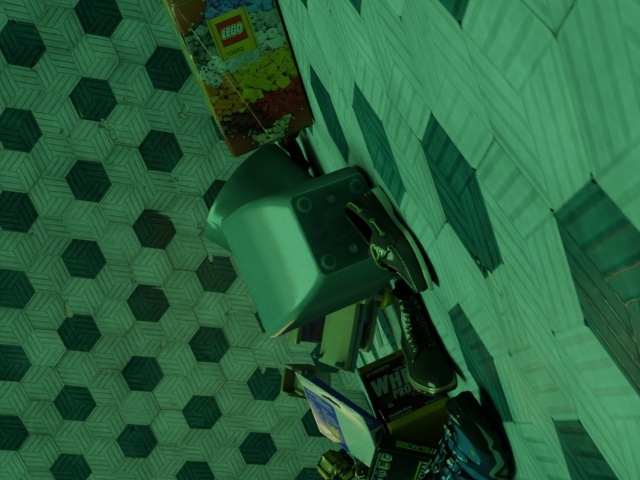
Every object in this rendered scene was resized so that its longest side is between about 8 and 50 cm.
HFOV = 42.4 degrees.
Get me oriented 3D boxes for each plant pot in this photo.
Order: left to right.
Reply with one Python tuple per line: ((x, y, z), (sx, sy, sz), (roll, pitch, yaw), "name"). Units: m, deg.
((-0.102, -0.053, 2.044), (0.235, 0.293, 0.293), (37, 168, 12), "plant pot")
((0.000, 0.000, 1.476), (0.247, 0.248, 0.252), (66, 157, 7), "plant pot")

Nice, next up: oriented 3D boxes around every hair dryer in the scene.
((-0.072, -0.265, 2.092), (0.223, 0.080, 0.293), (50, 179, 6), "hair dryer")

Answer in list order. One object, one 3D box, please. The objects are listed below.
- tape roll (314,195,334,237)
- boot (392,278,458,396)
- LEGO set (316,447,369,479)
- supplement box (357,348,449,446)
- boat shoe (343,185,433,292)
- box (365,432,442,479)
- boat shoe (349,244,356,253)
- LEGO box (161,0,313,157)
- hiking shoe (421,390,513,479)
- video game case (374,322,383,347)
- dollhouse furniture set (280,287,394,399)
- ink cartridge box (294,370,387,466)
((-0.022, -0.034, 1.770), (0.189, 0.189, 0.080), (180, 66, -85), "tape roll")
((0.164, 0.162, 1.387), (0.198, 0.077, 0.137), (-127, 19, -66), "boot")
((0.170, 0.550, 1.858), (0.192, 0.331, 0.254), (31, 130, 51), "LEGO set")
((0.187, 0.355, 1.663), (0.194, 0.129, 0.191), (-121, 9, -57), "supplement box")
((0.104, 0.007, 1.282), (0.227, 0.069, 0.081), (-118, 7, -46), "boat shoe")
((0.183, 0.454, 1.565), (0.045, 0.184, 0.190), (-73, -4, -51), "box")
((0.039, 0.046, 1.906), (0.302, 0.113, 0.103), (135, 133, -70), "boat shoe")
((-0.221, -0.481, 1.806), (0.500, 0.193, 0.372), (-118, 7, -47), "LEGO box")
((0.221, 0.357, 1.283), (0.113, 0.132, 0.304), (-119, 7, -50), "hiking shoe")
((0.126, 0.201, 2.274), (0.157, 0.019, 0.143), (72, 172, -47), "video game case")
((0.078, 0.230, 1.812), (0.303, 0.198, 0.286), (0, 81, 65), "dollhouse furniture set")
((0.053, 0.362, 1.673), (0.206, 0.045, 0.208), (26, 147, 42), "ink cartridge box")
